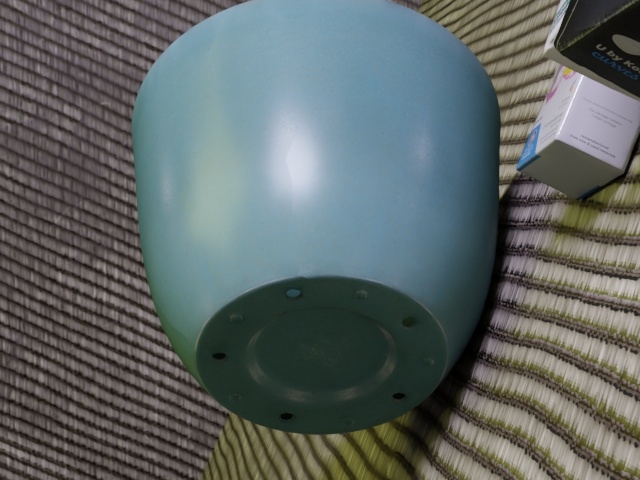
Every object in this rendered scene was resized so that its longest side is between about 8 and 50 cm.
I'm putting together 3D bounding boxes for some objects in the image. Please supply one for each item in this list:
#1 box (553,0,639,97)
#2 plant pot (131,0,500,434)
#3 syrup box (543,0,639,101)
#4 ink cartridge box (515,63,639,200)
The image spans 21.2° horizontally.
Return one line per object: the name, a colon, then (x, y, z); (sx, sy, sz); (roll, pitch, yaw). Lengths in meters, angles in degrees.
box: (0.207, -0.143, 0.516); (0.247, 0.163, 0.142); (-66, 11, -16)
plant pot: (0.000, 0.000, 1.279); (0.235, 0.293, 0.293); (-92, 23, -43)
syrup box: (0.219, -0.203, 0.997); (0.093, 0.096, 0.237); (127, 166, -65)
ink cartridge box: (0.182, -0.098, 1.107); (0.122, 0.052, 0.088); (-65, 5, -15)
